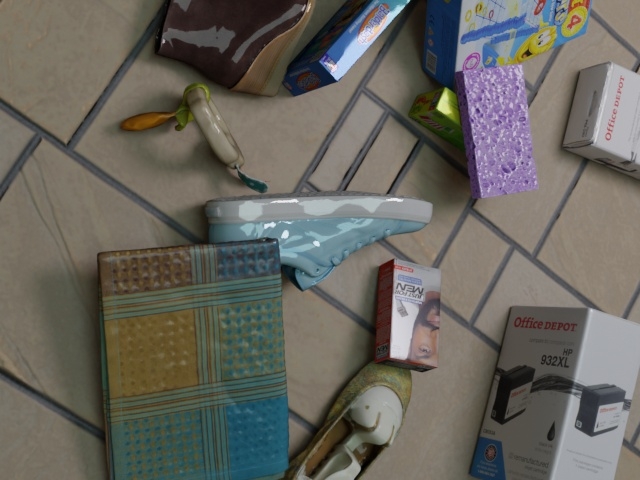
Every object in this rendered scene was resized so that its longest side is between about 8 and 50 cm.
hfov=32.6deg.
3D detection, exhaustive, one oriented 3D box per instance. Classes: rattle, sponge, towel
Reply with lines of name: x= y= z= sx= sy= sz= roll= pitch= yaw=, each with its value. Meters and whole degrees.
rattle: x=-0.179 y=-0.125 z=1.641 sx=0.143 sy=0.130 sz=0.200 roll=-37 pitch=130 yaw=-10
sponge: x=0.286 y=-0.178 z=1.771 sx=0.117 sy=0.031 sz=0.210 roll=-9 pitch=92 yaw=-25
towel: x=-0.182 y=0.187 z=1.591 sx=0.271 sy=0.040 sz=0.370 roll=-5 pitch=100 yaw=-15

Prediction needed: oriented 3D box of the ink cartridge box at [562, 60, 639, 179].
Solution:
ink cartridge box: x=0.559 y=-0.207 z=1.967 sx=0.218 sy=0.092 sz=0.158 roll=19 pitch=81 yaw=-25

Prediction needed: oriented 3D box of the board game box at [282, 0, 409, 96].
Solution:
board game box: x=0.042 y=-0.321 z=1.696 sx=0.047 sy=0.160 sz=0.210 roll=45 pitch=72 yaw=-17

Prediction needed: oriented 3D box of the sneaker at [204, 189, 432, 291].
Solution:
sneaker: x=0.000 y=0.000 z=1.695 sx=0.366 sy=0.135 sz=0.150 roll=-3 pitch=97 yaw=-16

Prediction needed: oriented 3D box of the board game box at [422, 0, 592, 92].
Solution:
board game box: x=0.316 y=-0.430 z=1.768 sx=0.302 sy=0.086 sz=0.308 roll=-26 pitch=141 yaw=-23

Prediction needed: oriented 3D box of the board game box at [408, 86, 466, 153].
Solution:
board game box: x=0.246 y=-0.185 z=1.822 sx=0.181 sy=0.092 sz=0.043 roll=30 pitch=77 yaw=-21

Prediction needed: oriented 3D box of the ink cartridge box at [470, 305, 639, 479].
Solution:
ink cartridge box: x=0.389 y=0.269 z=1.802 sx=0.129 sy=0.223 sz=0.307 roll=19 pitch=81 yaw=-22

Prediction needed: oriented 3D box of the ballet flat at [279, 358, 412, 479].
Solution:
ballet flat: x=0.048 y=0.322 z=1.705 sx=0.348 sy=0.123 sz=0.123 roll=-47 pitch=107 yaw=-19

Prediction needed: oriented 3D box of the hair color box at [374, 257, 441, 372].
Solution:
hair color box: x=0.142 y=0.121 z=1.765 sx=0.093 sy=0.053 sz=0.167 roll=13 pitch=68 yaw=-24

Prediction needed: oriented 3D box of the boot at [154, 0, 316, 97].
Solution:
boot: x=-0.124 y=-0.356 z=1.658 sx=0.207 sy=0.090 sz=0.248 roll=21 pitch=84 yaw=-25
